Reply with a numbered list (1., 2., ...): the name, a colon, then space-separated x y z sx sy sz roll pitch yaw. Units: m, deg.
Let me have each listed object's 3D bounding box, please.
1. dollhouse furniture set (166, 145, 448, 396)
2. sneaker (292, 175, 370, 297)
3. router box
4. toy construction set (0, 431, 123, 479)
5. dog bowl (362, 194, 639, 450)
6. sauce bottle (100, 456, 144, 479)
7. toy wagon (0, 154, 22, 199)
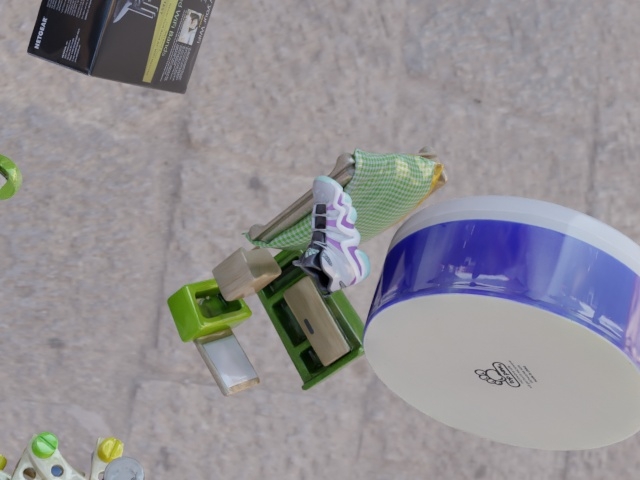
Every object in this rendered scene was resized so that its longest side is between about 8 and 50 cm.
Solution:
1. dollhouse furniture set: 0.014 0.042 1.196 0.197 0.301 0.151 -12 68 -56
2. sneaker: 0.000 0.000 0.933 0.069 0.038 0.098 -28 101 -36
3. router box: -0.180 -0.322 1.205 0.243 0.081 0.309 -7 117 -74
4. toy construction set: -0.348 0.368 1.346 0.215 0.151 0.328 28 36 -12
5. dog bowl: 0.175 0.081 1.006 0.265 0.265 0.104 40 53 -26
6. sauce bottle: -0.135 0.182 0.762 0.042 0.128 0.042 5 60 -9
7. toy wagon: -0.480 0.036 1.262 0.068 0.344 0.267 45 37 -14
